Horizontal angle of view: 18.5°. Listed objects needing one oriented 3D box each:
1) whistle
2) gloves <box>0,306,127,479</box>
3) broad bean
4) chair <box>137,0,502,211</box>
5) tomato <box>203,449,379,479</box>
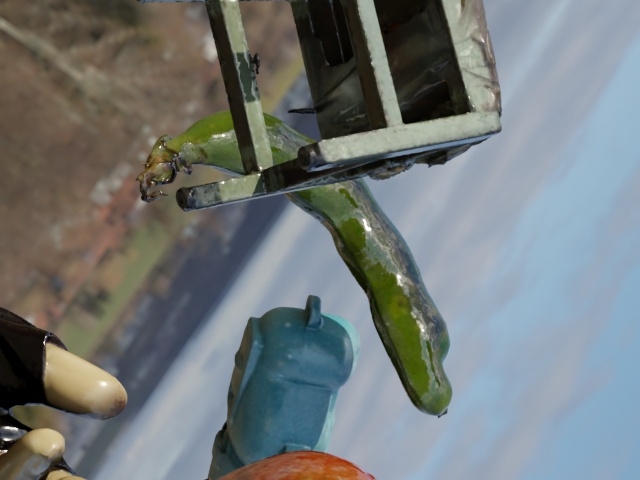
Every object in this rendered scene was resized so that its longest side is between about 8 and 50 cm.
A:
[{"bbox_3d":[-0.040,0.155,1.568,0.186,0.093,0.274,-98,-158,-55],"label":"whistle"},{"bbox_3d":[-0.184,0.094,0.949,0.164,0.203,0.124,-33,140,-32],"label":"gloves"},{"bbox_3d":[0.000,0.000,1.428,0.049,0.292,0.144,-35,-158,46],"label":"broad bean"},{"bbox_3d":[0.046,-0.112,1.107,0.270,0.147,0.136,-13,178,-39],"label":"chair"},{"bbox_3d":[-0.049,0.209,1.165,0.236,0.095,0.237,-36,-164,11],"label":"tomato"}]
